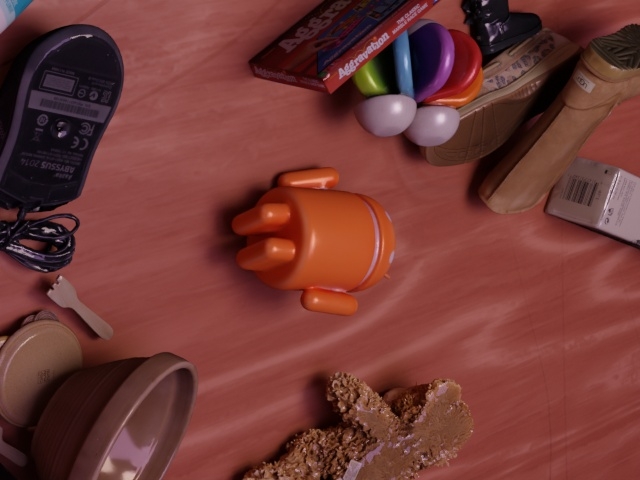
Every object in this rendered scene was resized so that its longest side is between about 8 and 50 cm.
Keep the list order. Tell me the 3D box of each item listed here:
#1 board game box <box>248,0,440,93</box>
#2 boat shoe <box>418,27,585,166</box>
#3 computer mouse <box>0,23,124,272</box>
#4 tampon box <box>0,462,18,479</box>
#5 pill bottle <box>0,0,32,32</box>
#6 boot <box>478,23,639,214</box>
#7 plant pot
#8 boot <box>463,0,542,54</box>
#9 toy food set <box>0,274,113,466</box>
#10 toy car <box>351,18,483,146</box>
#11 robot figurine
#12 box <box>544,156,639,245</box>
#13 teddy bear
[{"bbox_3d":[0.059,-0.272,1.647,0.281,0.145,0.027,-42,123,-22],"label":"board game box"},{"bbox_3d":[0.229,-0.192,1.862,0.285,0.089,0.104,-30,147,-26],"label":"boat shoe"},{"bbox_3d":[-0.301,-0.108,1.460,0.188,0.072,0.272,16,105,-43],"label":"computer mouse"},{"bbox_3d":[-0.340,0.321,1.490,0.101,0.161,0.120,-36,123,-21],"label":"tampon box"},{"bbox_3d":[-0.288,-0.323,1.345,0.264,0.146,0.146,-50,128,-16],"label":"pill bottle"},{"bbox_3d":[0.355,-0.163,1.895,0.236,0.089,0.269,-10,144,-42],"label":"boot"},{"bbox_3d":[-0.241,0.216,1.547,0.237,0.110,0.237,-57,165,-25],"label":"plant pot"},{"bbox_3d":[0.240,-0.309,1.852,0.121,0.045,0.099,-28,116,-29],"label":"boot"},{"bbox_3d":[-0.319,0.142,1.544,0.192,0.038,0.132,-57,137,-19],"label":"toy food set"},{"bbox_3d":[0.122,-0.209,1.699,0.182,0.136,0.159,9,70,-40],"label":"toy car"},{"bbox_3d":[0.000,-0.002,1.695,0.219,0.158,0.128,4,123,-40],"label":"robot figurine"},{"bbox_3d":[0.465,-0.040,2.075,0.275,0.113,0.094,18,92,-40],"label":"box"},{"bbox_3d":[0.039,0.289,1.847,0.338,0.113,0.245,-45,120,-10],"label":"teddy bear"}]
